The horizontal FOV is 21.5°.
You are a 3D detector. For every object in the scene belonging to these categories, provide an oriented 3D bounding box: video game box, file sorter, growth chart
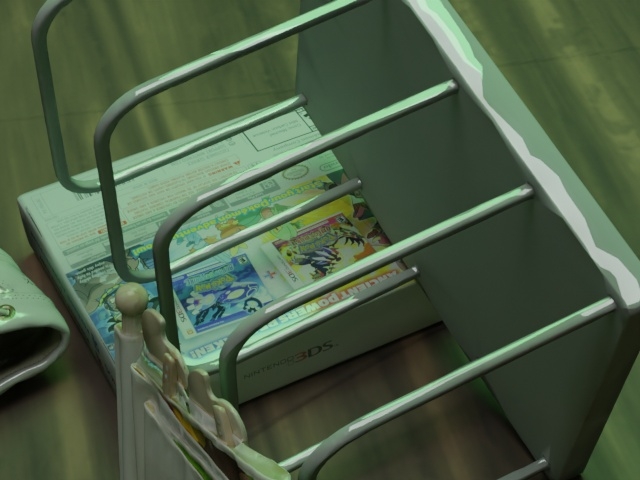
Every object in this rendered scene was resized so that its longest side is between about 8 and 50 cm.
[{"bbox_3d":[-0.047,0.007,0.976,0.205,0.048,0.187,-21,43,-16],"label":"video game box"},{"bbox_3d":[0.000,0.000,0.818,0.173,0.193,0.277,-25,64,-16],"label":"file sorter"},{"bbox_3d":[-0.044,0.138,0.745,0.021,0.172,0.237,-12,38,-27],"label":"growth chart"}]

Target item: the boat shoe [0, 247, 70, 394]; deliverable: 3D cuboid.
[{"bbox_3d":[-0.252,0.091,0.867,0.277,0.098,0.096,-34,48,-30],"label":"boat shoe"}]
